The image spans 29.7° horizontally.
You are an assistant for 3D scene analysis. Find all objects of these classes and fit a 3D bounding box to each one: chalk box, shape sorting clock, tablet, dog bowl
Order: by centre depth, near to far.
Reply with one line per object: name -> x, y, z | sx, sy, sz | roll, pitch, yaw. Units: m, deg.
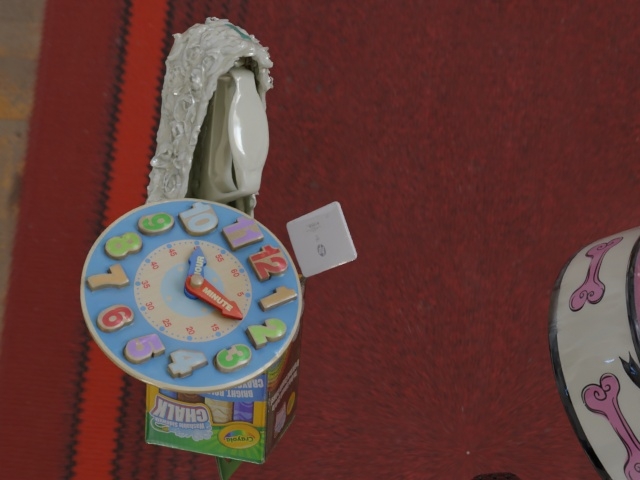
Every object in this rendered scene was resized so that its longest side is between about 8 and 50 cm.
tablet -> 0.000, 0.000, 1.089 | 0.006, 0.083, 0.054 | -17, 87, -37
shape sorting clock -> -0.118, 0.046, 1.121 | 0.206, 0.040, 0.206 | 8, 54, -12
dog bowl -> 0.455, 0.145, 1.354 | 0.150, 0.408, 0.408 | -40, 73, 44
chalk box -> -0.134, 0.194, 1.706 | 0.179, 0.180, 0.289 | 9, 107, 12

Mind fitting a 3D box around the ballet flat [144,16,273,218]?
ballet flat -> -0.122, -0.040, 1.342 | 0.147, 0.147, 0.409 | 6, 101, 8

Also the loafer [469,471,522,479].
loafer -> 0.173, 0.299, 1.180 | 0.076, 0.223, 0.078 | -6, 106, 8
